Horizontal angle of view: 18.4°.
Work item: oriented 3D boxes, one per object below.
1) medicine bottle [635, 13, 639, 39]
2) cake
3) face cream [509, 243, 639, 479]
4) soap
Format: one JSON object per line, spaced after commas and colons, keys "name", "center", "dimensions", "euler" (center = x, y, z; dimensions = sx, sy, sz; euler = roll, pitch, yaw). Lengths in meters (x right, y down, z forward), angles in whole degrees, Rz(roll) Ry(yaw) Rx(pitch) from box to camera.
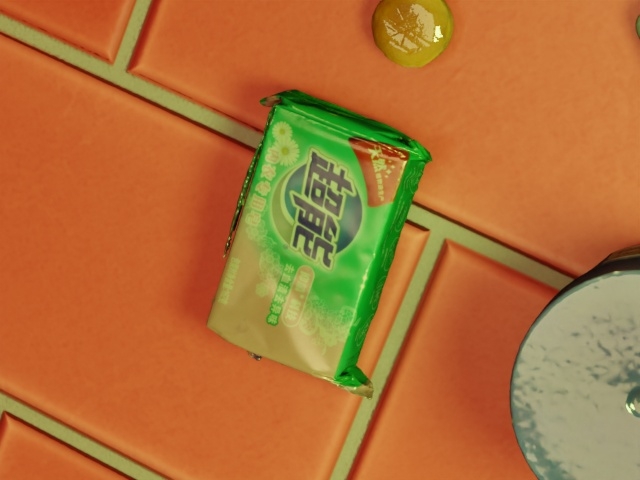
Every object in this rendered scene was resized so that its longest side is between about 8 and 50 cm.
{"name": "medicine bottle", "center": [0.382, -0.140, 1.915], "dimensions": [0.090, 0.054, 0.208], "euler": [-24, 88, 19]}
{"name": "cake", "center": [0.095, -0.219, 2.017], "dimensions": [0.084, 0.044, 0.084], "euler": [3, 99, 20]}
{"name": "face cream", "center": [0.318, 0.134, 1.881], "dimensions": [0.249, 0.225, 0.249], "euler": [2, 97, 17]}
{"name": "soap", "center": [0.001, 0.000, 2.049], "dimensions": [0.218, 0.098, 0.273], "euler": [21, 105, 10]}
